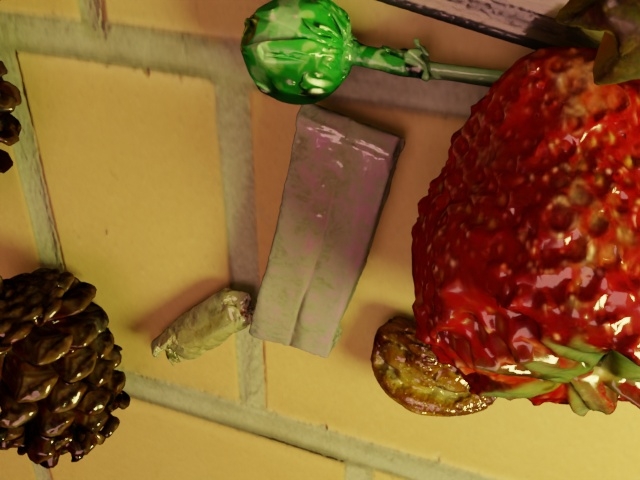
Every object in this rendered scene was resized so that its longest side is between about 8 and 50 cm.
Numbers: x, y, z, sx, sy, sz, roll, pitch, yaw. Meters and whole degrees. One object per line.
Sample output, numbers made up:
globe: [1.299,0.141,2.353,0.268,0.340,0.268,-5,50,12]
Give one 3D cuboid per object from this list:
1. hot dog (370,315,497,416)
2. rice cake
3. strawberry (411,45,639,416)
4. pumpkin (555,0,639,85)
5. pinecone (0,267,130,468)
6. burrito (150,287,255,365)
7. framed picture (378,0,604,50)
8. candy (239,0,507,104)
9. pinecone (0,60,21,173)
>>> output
hot dog: [0.124,0.137,0.796,0.147,0.065,0.099,21,117,13]
rice cake: [0.001,0.002,0.773,0.106,0.050,0.298,23,127,11]
strawberry: [0.206,0.009,0.596,0.260,0.258,0.261,2,155,1]
pumpkin: [0.227,-0.192,0.420,0.130,0.149,0.254,-12,107,-16]
pinecone: [-0.358,0.154,0.929,0.224,0.224,0.273,-2,127,25]
burrito: [-0.142,0.107,0.909,0.188,0.045,0.058,-34,110,34]
framed picture: [0.187,-0.302,0.516,0.264,0.016,0.347,22,126,11]
candy: [0.090,-0.150,0.632,0.323,0.097,0.097,10,125,8]
pinecone: [-0.446,-0.111,0.806,0.292,0.246,0.246,-34,103,20]
